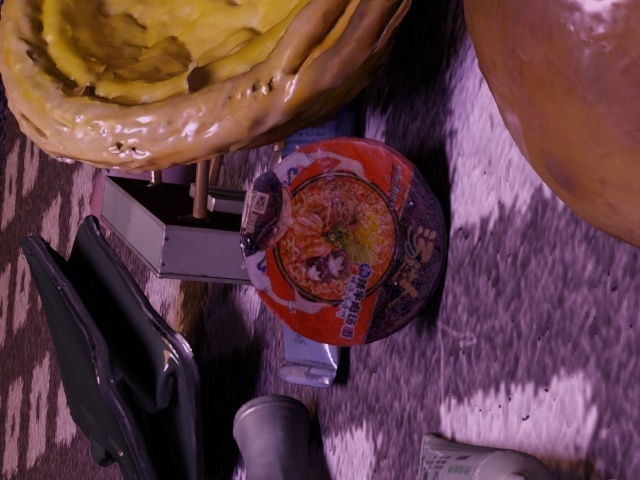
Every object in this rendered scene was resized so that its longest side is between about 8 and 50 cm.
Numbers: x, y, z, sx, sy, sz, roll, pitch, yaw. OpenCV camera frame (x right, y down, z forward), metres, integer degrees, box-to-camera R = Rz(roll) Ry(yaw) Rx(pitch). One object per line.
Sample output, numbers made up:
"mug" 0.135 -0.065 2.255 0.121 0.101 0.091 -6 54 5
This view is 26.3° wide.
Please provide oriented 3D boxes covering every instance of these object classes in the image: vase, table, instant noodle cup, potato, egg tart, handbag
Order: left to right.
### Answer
"handbag" -0.172 0.135 1.205 0.247 0.079 0.260 48 152 48
"table" -0.092 -0.042 1.110 0.240 0.121 0.111 -150 68 -67
"egg tart" -0.052 -0.175 0.909 0.345 0.132 0.345 -15 54 23
"vase" -0.023 0.199 0.917 0.214 0.086 0.086 -101 26 -49
"instant noodle cup" 0.002 0.002 0.866 0.135 0.127 0.127 176 100 -78
"potato" 0.127 -0.142 0.577 0.239 0.116 0.299 -148 67 -73

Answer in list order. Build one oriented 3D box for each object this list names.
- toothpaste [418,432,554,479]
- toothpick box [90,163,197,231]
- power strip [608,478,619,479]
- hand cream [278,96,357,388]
"toothpaste" 0.076 0.129 0.706 0.218 0.041 0.064 134 141 -77
"toothpick box" -0.164 -0.085 1.347 0.098 0.098 0.149 -114 37 -54
"power strip" 0.121 0.148 0.620 0.083 0.035 0.055 -57 30 25
"hand cream" -0.007 -0.024 0.975 0.088 0.055 0.256 0 86 61
